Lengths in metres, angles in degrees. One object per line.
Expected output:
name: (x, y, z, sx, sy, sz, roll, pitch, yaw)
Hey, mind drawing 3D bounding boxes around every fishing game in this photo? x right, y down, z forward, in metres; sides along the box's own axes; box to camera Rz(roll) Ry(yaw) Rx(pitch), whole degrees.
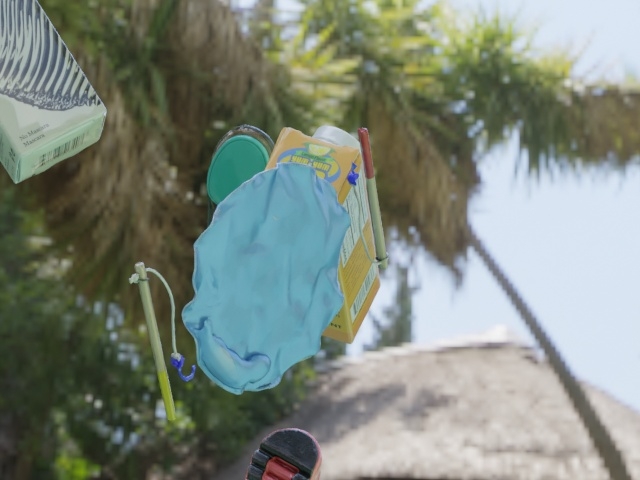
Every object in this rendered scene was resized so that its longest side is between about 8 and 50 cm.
fishing game: (-0.043, 0.028, 1.236, 0.041, 0.264, 0.189, 18, -48, 39)

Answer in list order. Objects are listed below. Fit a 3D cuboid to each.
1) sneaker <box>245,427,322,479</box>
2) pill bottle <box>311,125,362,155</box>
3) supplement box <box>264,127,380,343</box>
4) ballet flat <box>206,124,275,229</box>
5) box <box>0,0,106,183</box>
sneaker: (-0.091, 0.418, 2.202, 0.116, 0.314, 0.136, 29, -22, 26)
pill bottle: (-0.023, -0.053, 2.186, 0.117, 0.215, 0.117, 28, -22, 13)
supplement box: (0.000, 0.000, 1.422, 0.078, 0.080, 0.233, 18, -30, 18)
ballet flat: (-0.091, -0.044, 1.902, 0.095, 0.096, 0.280, 26, -47, 12)
box: (-0.345, -0.208, 1.673, 0.113, 0.275, 0.094, -32, -7, -20)
